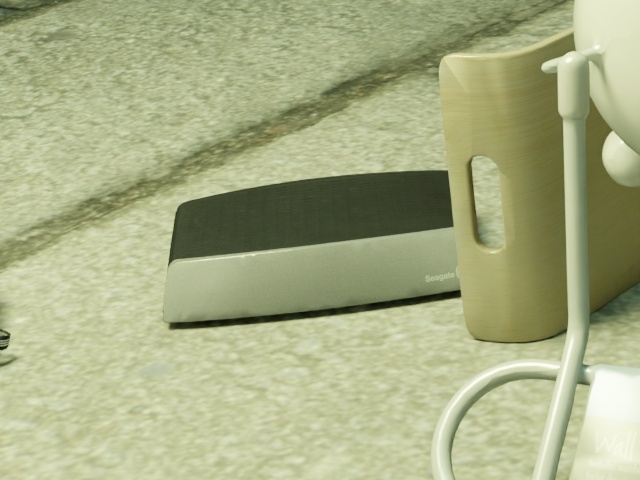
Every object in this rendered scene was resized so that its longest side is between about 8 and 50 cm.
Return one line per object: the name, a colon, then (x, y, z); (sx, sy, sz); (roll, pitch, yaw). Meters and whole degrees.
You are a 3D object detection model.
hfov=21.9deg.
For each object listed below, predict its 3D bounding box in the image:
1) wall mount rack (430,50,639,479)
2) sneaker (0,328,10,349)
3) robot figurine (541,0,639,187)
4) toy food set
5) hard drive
wall mount rack: (0.214, 0.063, 0.870); (0.350, 0.130, 0.304); (5, 67, 27)
sneaker: (-0.361, 0.033, 1.233); (0.268, 0.101, 0.153); (10, 19, -30)
robot figurine: (0.298, -0.136, 1.017); (0.353, 0.300, 0.200); (-4, 53, -38)
toy food set: (0.204, -0.080, 1.245); (0.092, 0.220, 0.306); (16, 33, 42)
hard drive: (0.000, 0.000, 1.331); (0.254, 0.054, 0.172); (-7, 23, 2)
